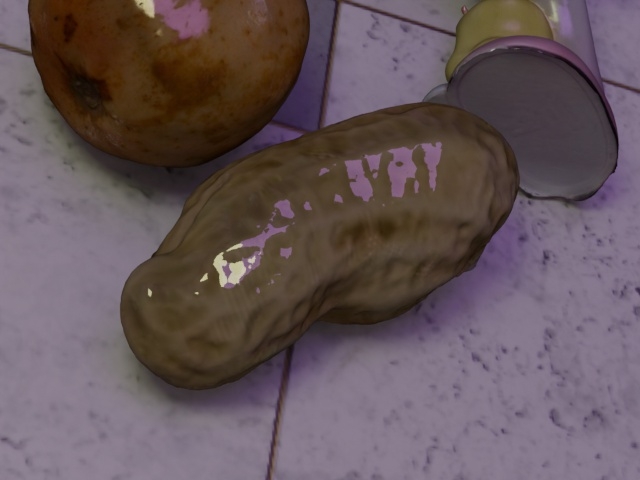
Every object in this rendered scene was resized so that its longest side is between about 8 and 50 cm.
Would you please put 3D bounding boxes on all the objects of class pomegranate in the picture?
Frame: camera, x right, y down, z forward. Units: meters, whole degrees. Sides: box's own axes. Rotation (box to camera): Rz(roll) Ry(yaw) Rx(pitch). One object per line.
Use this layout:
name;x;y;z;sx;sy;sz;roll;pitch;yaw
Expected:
pomegranate;-0.107;-0.153;1.103;0.207;0.207;0.207;10;56;-15

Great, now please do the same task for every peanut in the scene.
peanut;0.000;0.000;1.087;0.325;0.140;0.153;-30;115;-25

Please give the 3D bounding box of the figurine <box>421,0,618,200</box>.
figurine;0.131;-0.228;1.251;0.284;0.206;0.315;20;48;-21
